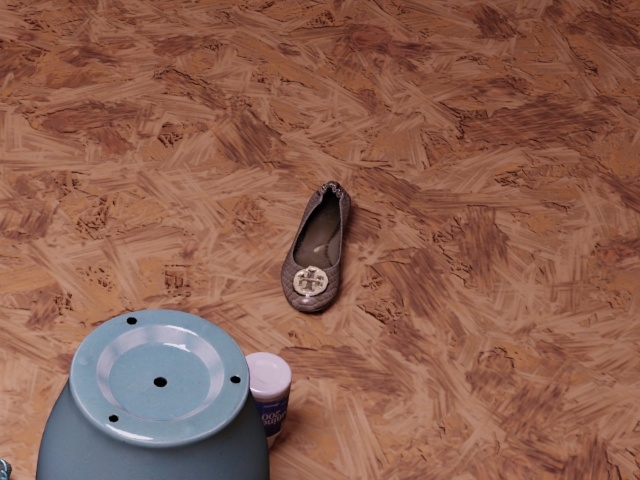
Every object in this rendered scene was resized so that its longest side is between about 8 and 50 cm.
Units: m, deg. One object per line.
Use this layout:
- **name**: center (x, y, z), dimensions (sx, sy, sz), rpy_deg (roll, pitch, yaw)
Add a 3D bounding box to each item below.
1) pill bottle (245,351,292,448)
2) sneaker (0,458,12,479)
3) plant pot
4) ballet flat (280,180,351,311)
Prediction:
- **pill bottle**: center (-0.072, 0.194, 1.541), dimensions (0.067, 0.120, 0.067), rpy_deg (5, 42, -5)
- **sneaker**: center (-0.369, 0.272, 1.448), dimensions (0.076, 0.065, 0.166), rpy_deg (-23, 53, -36)
- **plant pot**: center (-0.177, 0.220, 1.394), dimensions (0.271, 0.255, 0.272), rpy_deg (5, 42, -4)
- **ballet flat**: center (0.000, 0.000, 1.813), dimensions (0.084, 0.058, 0.250), rpy_deg (13, 42, 4)
